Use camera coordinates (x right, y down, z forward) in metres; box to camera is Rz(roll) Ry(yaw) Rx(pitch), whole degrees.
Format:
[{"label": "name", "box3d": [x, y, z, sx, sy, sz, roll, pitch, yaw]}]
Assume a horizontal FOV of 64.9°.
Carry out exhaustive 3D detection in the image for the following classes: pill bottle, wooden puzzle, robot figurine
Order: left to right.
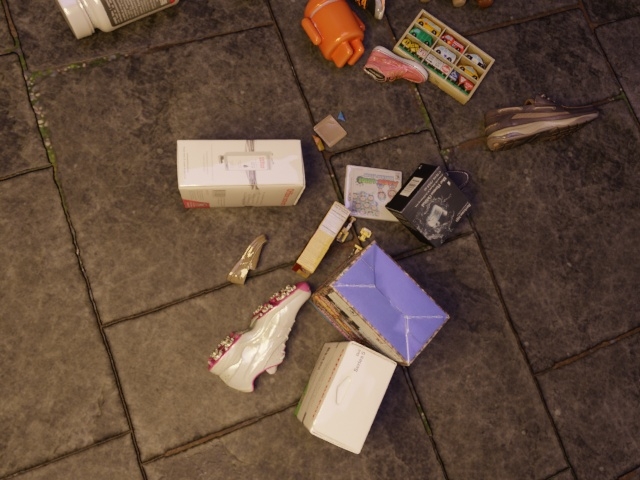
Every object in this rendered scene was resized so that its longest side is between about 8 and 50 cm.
[{"label": "pill bottle", "box3d": [-0.523, -0.637, 1.285, 0.283, 0.161, 0.161, -31, 85, -15]}, {"label": "wooden puzzle", "box3d": [0.026, -0.301, 1.392, 0.116, 0.014, 0.078, -34, 90, -15]}, {"label": "robot figurine", "box3d": [0.038, -0.593, 1.397, 0.158, 0.128, 0.219, -28, 85, 7]}]

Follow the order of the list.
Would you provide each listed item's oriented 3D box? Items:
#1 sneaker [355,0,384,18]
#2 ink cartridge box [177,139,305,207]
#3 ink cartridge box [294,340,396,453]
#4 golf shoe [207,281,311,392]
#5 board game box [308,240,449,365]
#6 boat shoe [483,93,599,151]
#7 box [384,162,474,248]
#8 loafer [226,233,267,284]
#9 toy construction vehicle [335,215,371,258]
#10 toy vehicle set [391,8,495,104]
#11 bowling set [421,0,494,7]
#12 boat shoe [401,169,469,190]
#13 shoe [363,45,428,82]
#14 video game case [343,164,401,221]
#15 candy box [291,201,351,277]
[{"label": "sneaker", "box3d": [0.120, -0.728, 1.467, 0.083, 0.084, 0.214, -23, 74, -11]}, {"label": "ink cartridge box", "box3d": [-0.193, -0.156, 1.221, 0.283, 0.207, 0.117, -2, 81, -11]}, {"label": "ink cartridge box", "box3d": [0.045, 0.337, 1.127, 0.115, 0.273, 0.198, 27, 75, -4]}, {"label": "golf shoe", "box3d": [-0.123, 0.232, 1.214, 0.306, 0.115, 0.140, -43, 98, -8]}, {"label": "board game box", "box3d": [0.118, 0.155, 1.168, 0.232, 0.291, 0.141, 46, 74, 1]}, {"label": "boat shoe", "box3d": [0.638, -0.360, 1.455, 0.356, 0.132, 0.130, -13, 81, -14]}, {"label": "box", "box3d": [0.284, -0.091, 1.313, 0.158, 0.093, 0.156, 41, 87, -24]}, {"label": "loafer", "box3d": [-0.175, 0.050, 1.263, 0.050, 0.056, 0.148, 36, 85, -2]}, {"label": "toy construction vehicle", "box3d": [0.088, -0.004, 1.329, 0.086, 0.035, 0.098, 35, 75, -2]}, {"label": "toy vehicle set", "box3d": [0.363, -0.544, 1.491, 0.267, 0.035, 0.166, 34, 75, -2]}, {"label": "bowling set", "box3d": [0.446, -0.799, 1.511, 0.200, 0.287, 0.154, 7, 82, -53]}, {"label": "boat shoe", "box3d": [0.327, -0.155, 1.388, 0.206, 0.065, 0.075, -13, 81, -13]}, {"label": "shoe", "box3d": [0.214, -0.480, 1.440, 0.178, 0.063, 0.081, 29, 76, 2]}, {"label": "video game case", "box3d": [0.143, -0.128, 1.373, 0.157, 0.019, 0.143, 6, 78, -9]}, {"label": "candy box", "box3d": [0.000, 0.000, 1.275, 0.053, 0.109, 0.186, 34, 74, -2]}]
